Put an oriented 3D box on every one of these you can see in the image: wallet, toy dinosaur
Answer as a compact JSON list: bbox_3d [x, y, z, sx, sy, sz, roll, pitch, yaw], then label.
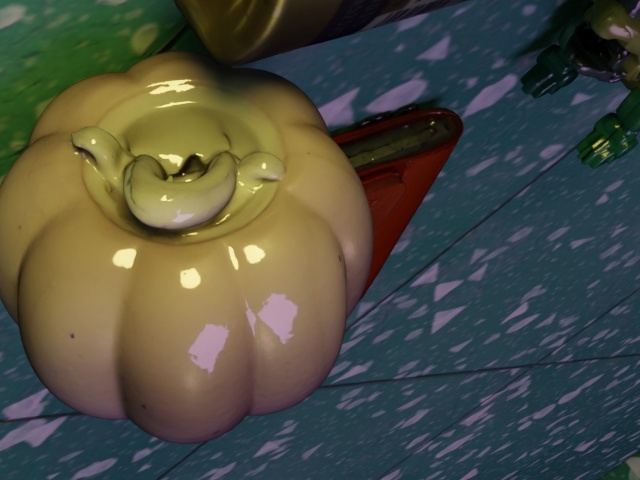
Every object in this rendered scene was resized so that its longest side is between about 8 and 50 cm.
[{"bbox_3d":[0.000,0.000,1.018,0.142,0.045,0.204,-19,158,-28],"label":"wallet"},{"bbox_3d":[0.223,-0.137,0.951,0.259,0.094,0.153,-28,166,-33],"label":"toy dinosaur"}]

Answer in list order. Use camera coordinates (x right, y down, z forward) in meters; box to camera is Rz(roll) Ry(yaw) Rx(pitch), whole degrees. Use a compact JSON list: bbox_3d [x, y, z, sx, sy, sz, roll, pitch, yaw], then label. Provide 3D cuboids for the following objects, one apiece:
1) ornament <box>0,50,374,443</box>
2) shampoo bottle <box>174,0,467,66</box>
[{"bbox_3d":[-0.063,-0.002,0.740,0.177,0.177,0.177,-26,160,-10],"label":"ornament"},{"bbox_3d":[0.103,-0.163,0.706,0.350,0.084,0.125,-20,161,-28],"label":"shampoo bottle"}]
